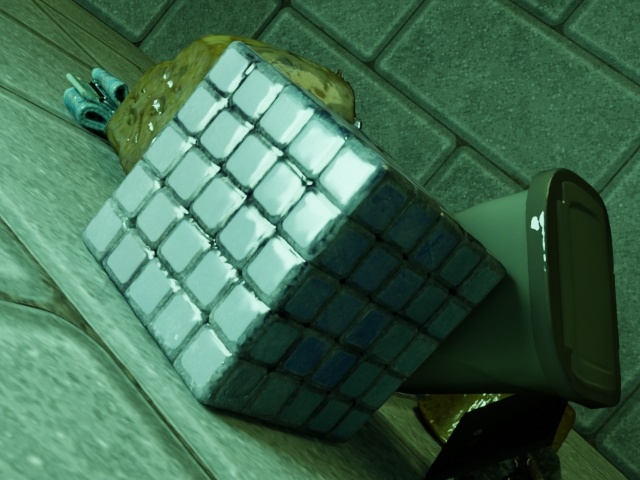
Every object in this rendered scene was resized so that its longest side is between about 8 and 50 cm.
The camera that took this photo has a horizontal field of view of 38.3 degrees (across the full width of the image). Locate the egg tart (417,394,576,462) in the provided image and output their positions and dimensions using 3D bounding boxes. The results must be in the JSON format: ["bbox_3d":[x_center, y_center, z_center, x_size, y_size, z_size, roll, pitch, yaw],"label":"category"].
[{"bbox_3d":[0.248,0.241,1.273,0.202,0.147,0.202,38,4,-3],"label":"egg tart"}]

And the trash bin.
[{"bbox_3d":[0.169,0.066,0.955,0.250,0.220,0.219,-12,-23,38],"label":"trash bin"}]

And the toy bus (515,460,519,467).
[{"bbox_3d":[0.233,0.307,1.096,0.052,0.058,0.102,-3,33,-38],"label":"toy bus"}]

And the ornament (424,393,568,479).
[{"bbox_3d":[0.236,0.283,1.007,0.196,0.166,0.153,61,32,-3],"label":"ornament"}]

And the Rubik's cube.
[{"bbox_3d":[-0.025,0.008,0.822,0.237,0.237,0.238,29,13,-50],"label":"Rubik's cube"}]

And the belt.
[{"bbox_3d":[-0.258,-0.165,1.384,0.072,0.087,0.302,49,10,37],"label":"belt"}]

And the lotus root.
[{"bbox_3d":[-0.127,-0.152,1.215,0.250,0.316,0.316,25,14,-40],"label":"lotus root"}]
